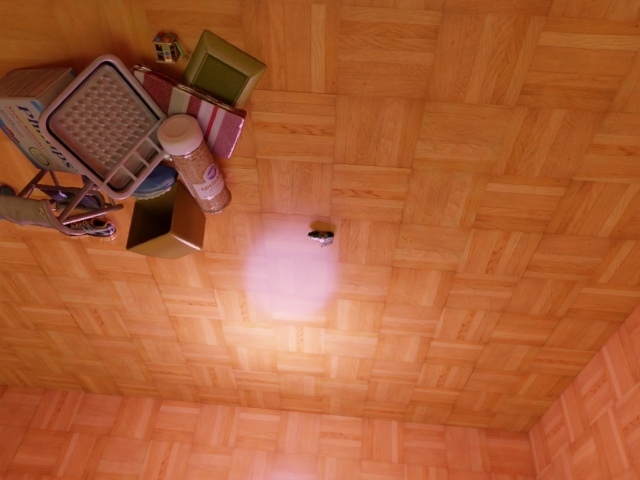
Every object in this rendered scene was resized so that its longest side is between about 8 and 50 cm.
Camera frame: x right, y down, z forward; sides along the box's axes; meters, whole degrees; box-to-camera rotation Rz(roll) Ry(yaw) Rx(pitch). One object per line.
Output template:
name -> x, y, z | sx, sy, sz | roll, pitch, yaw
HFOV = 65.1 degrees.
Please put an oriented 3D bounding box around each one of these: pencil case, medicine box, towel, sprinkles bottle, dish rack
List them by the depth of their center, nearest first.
dish rack -> -0.578, -0.307, 1.375 | 0.072, 0.285, 0.332 | 24, 160, 34
medicine box -> -0.768, -0.339, 1.442 | 0.290, 0.149, 0.263 | 10, 143, 29
towel -> -0.395, -0.369, 1.472 | 0.329, 0.037, 0.237 | 22, 151, -14
sprinkles bottle -> -0.380, -0.225, 1.556 | 0.122, 0.121, 0.355 | -1, 149, 8
pencil case -> -1.168, -0.138, 1.845 | 0.070, 0.064, 0.152 | 6, 145, -38

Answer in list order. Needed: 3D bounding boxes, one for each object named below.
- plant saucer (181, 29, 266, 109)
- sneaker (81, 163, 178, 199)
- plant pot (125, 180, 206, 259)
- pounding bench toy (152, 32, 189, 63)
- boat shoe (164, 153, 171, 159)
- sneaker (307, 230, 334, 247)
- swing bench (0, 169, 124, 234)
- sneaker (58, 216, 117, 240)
plant saucer -> -0.275, -0.450, 1.390 | 0.189, 0.045, 0.188 | 26, 135, -20
sneaker -> -0.629, -0.228, 1.625 | 0.331, 0.129, 0.147 | 5, 141, 2
plant pot -> -0.526, -0.046, 1.773 | 0.212, 0.212, 0.187 | -18, 145, 25
pounding bench toy -> -0.394, -0.511, 1.331 | 0.084, 0.052, 0.065 | 6, 138, 1
boat shoe -> -0.547, -0.320, 1.556 | 0.220, 0.077, 0.070 | 15, 129, -12
sneaker -> 0.000, 0.000, 1.865 | 0.098, 0.038, 0.069 | 6, 138, 1
swing bench -> -0.806, -0.122, 1.539 | 0.254, 0.254, 0.165 | 10, 128, 24
sneaker -> -0.881, -0.058, 1.892 | 0.215, 0.084, 0.083 | 4, 136, -10
